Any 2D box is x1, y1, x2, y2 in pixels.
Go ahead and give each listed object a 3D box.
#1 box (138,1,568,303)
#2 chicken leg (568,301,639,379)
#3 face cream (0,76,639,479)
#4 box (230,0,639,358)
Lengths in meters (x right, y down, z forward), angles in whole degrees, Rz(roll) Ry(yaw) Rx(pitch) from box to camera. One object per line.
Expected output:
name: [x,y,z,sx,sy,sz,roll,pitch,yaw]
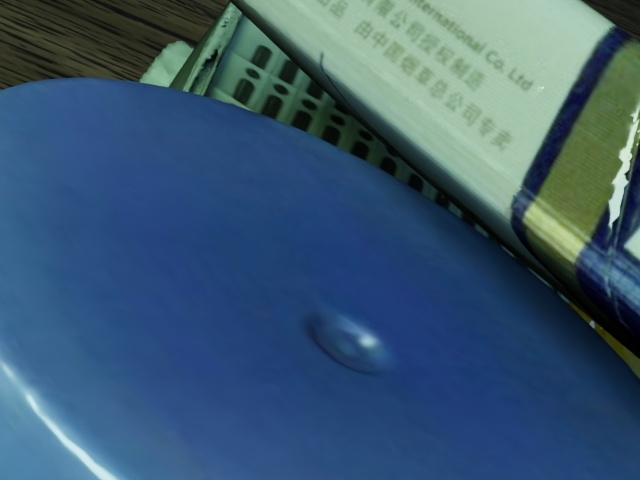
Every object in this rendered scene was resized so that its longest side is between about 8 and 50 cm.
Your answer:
box: [0.000,0.000,0.778,0.220,0.166,0.290,31,28,-6]
chicken leg: [0.203,0.103,0.916,0.251,0.107,0.087,36,10,-14]
face cream: [-0.044,0.109,0.503,0.249,0.225,0.249,26,26,-14]
box: [0.072,-0.036,0.574,0.259,0.071,0.168,41,1,29]
